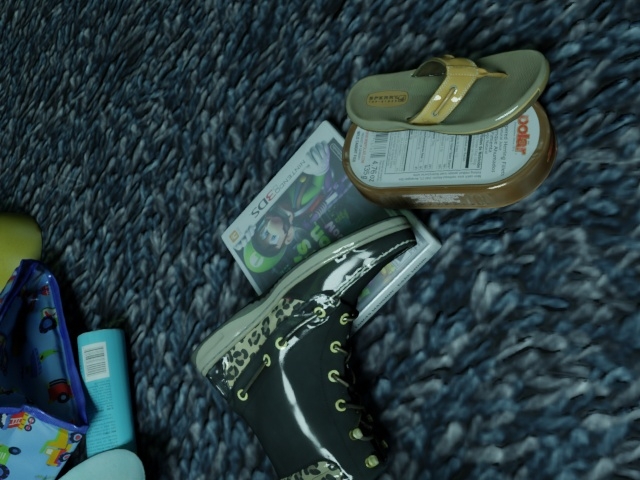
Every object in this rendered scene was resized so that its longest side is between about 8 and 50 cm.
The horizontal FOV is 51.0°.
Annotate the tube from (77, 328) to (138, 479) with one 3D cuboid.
[{"bbox_3d":[-0.237,0.205,0.752,0.080,0.052,0.207,-22,70,35],"label":"tube"}]

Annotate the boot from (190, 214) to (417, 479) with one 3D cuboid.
[{"bbox_3d":[0.019,0.107,0.572,0.236,0.085,0.178,-37,77,17],"label":"boot"}]

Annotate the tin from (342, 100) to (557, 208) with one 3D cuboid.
[{"bbox_3d":[0.107,-0.081,0.593,0.190,0.040,0.106,0,73,28],"label":"tin"}]

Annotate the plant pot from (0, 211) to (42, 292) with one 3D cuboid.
[{"bbox_3d":[-0.469,0.016,0.931,0.134,0.095,0.134,-11,71,32],"label":"plant pot"}]

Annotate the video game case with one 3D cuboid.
[{"bbox_3d":[0.000,0.000,0.664,0.173,0.022,0.190,-47,56,14],"label":"video game case"}]

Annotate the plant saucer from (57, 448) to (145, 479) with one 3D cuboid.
[{"bbox_3d":[-0.238,0.297,0.655,0.195,0.037,0.195,-29,27,16],"label":"plant saucer"}]

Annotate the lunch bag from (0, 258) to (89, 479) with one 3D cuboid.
[{"bbox_3d":[-0.390,0.175,0.815,0.221,0.138,0.293,-53,34,20],"label":"lunch bag"}]

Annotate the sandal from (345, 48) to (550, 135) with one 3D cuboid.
[{"bbox_3d":[0.098,-0.128,0.566,0.180,0.049,0.072,1,70,28],"label":"sandal"}]
